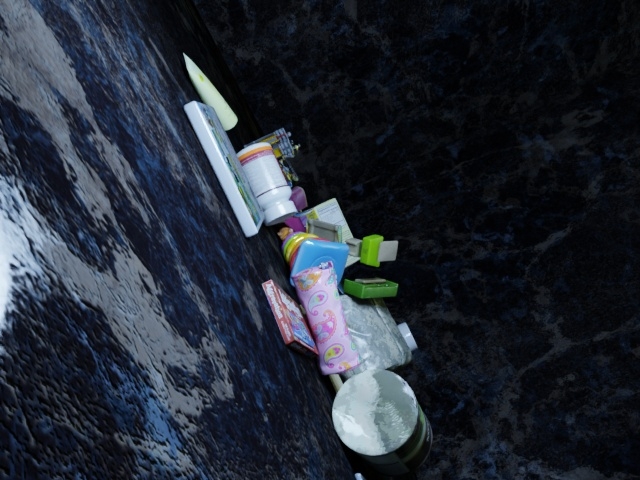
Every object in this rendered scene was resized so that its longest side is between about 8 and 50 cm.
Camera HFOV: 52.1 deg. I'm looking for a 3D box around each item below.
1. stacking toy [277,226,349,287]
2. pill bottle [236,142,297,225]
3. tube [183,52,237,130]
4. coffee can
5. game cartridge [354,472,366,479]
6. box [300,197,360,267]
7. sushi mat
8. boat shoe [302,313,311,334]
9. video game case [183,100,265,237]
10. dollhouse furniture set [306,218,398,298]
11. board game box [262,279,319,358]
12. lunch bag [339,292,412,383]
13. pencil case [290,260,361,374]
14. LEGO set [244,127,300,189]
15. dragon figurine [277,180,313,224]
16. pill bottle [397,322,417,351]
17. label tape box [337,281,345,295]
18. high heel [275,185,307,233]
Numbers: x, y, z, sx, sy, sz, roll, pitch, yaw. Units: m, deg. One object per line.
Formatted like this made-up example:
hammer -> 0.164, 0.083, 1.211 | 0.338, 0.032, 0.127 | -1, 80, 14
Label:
stacking toy -> -0.061, 0.030, 2.047 | 0.302, 0.175, 0.165 | 40, -63, 53
pill bottle -> -0.157, -0.161, 1.895 | 0.121, 0.121, 0.221 | 43, 22, -83
tube -> -0.313, -0.410, 1.834 | 0.070, 0.062, 0.240 | 15, -27, 36
coffee can -> 0.159, 0.455, 1.612 | 0.275, 0.202, 0.201 | 60, 5, -57
game cartridge -> 0.100, 0.563, 1.487 | 0.056, 0.017, 0.083 | 63, 1, 34
box -> 0.000, 0.000, 2.395 | 0.213, 0.117, 0.243 | -21, -86, 49
sushi mat -> 0.014, 0.331, 1.889 | 0.151, 0.019, 0.316 | 54, 11, -82
boat shoe -> 0.008, 0.231, 1.805 | 0.190, 0.072, 0.068 | 31, 35, -61
video game case -> -0.228, -0.180, 1.616 | 0.300, 0.036, 0.329 | -100, 165, -81
dollhouse furniture set -> 0.095, 0.050, 2.081 | 0.301, 0.151, 0.197 | 17, -76, 47
board game box -> -0.065, 0.190, 1.525 | 0.145, 0.027, 0.281 | 65, 2, 19
lunch bag -> 0.116, 0.308, 2.068 | 0.305, 0.213, 0.256 | 63, 19, 13
pencil case -> 0.018, 0.201, 1.687 | 0.124, 0.124, 0.284 | 32, 42, -85
LEGO set -> -0.135, -0.253, 2.414 | 0.331, 0.192, 0.255 | -111, 176, -53
dragon figurine -> -0.125, -0.129, 2.019 | 0.289, 0.085, 0.144 | 7, -64, 67
pill bottle -> 0.225, 0.419, 2.507 | 0.152, 0.272, 0.152 | -25, 90, -87
label tape box -> 0.058, 0.240, 2.649 | 0.347, 0.115, 0.249 | 60, 5, -36
high heel -> -0.099, 0.011, 2.265 | 0.181, 0.127, 0.377 | -35, 116, -47
